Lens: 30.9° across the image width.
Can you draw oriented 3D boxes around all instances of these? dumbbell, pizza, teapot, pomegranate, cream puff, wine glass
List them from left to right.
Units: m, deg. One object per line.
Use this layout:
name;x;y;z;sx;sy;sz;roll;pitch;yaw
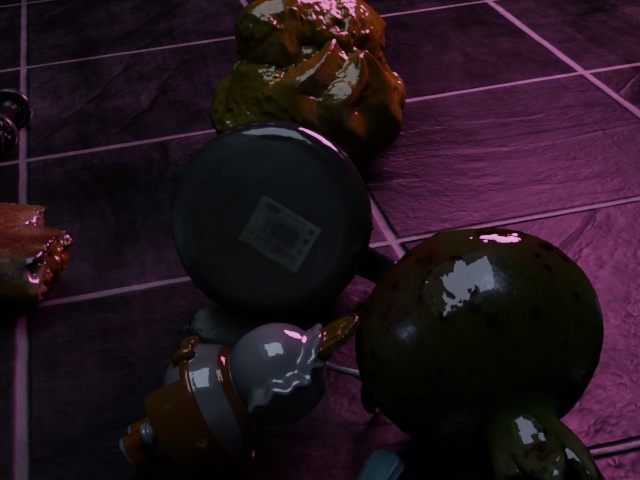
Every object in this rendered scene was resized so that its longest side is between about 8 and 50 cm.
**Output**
dumbbell;-0.546;-0.204;1.992;0.081;0.082;0.254;-4;28;1
pizza;-0.419;0.020;1.538;0.161;0.086;0.305;-15;24;-26
wine glass;-0.042;0.125;1.300;0.262;0.074;0.074;13;33;34
cream puff;-0.013;-0.246;1.790;0.323;0.270;0.274;-19;36;-22
teapot;-0.004;-0.024;1.390;0.305;0.223;0.285;1;1;6
pomegranate;0.184;0.120;1.125;0.242;0.242;0.306;-27;52;-35

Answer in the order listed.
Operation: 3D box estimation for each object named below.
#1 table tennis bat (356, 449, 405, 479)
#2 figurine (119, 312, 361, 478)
table tennis bat;0.018;0.274;1.043;0.149;0.038;0.237;7;34;24
figurine;-0.081;0.141;1.145;0.271;0.143;0.143;-45;22;17
